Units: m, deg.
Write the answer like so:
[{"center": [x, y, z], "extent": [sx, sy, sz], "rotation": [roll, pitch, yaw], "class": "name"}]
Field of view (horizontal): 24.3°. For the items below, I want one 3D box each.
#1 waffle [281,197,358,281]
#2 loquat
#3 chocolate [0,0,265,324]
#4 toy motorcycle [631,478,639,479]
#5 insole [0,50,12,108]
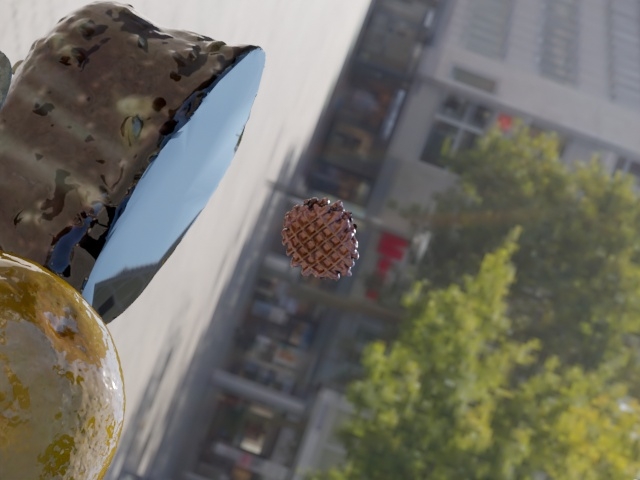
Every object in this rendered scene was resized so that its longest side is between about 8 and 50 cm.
[{"center": [0.000, 0.000, 1.409], "extent": [0.029, 0.075, 0.083], "rotation": [-46, 134, -55], "class": "waffle"}, {"center": [-0.227, 0.104, 0.941], "extent": [0.208, 0.208, 0.208], "rotation": [-160, -90, -90], "class": "loquat"}, {"center": [-0.229, -0.094, 1.479], "extent": [0.340, 0.210, 0.225], "rotation": [-57, 170, -15], "class": "chocolate"}, {"center": [0.363, 0.320, 1.510], "extent": [0.113, 0.169, 0.315], "rotation": [-35, 159, -46], "class": "toy motorcycle"}, {"center": [-0.324, -0.085, 1.235], "extent": [0.193, 0.065, 0.006], "rotation": [-50, -171, 14], "class": "insole"}]
